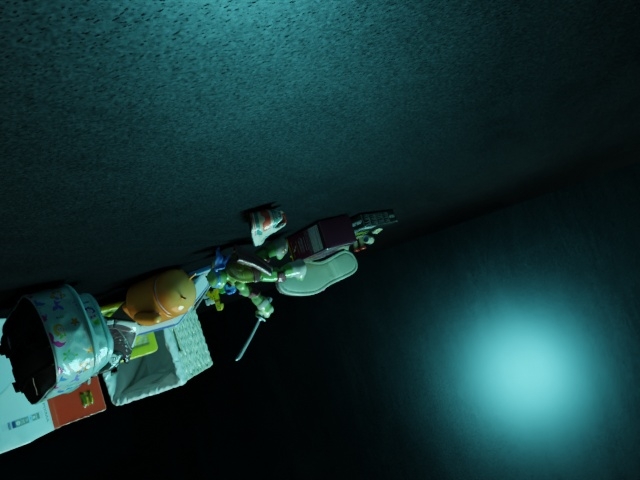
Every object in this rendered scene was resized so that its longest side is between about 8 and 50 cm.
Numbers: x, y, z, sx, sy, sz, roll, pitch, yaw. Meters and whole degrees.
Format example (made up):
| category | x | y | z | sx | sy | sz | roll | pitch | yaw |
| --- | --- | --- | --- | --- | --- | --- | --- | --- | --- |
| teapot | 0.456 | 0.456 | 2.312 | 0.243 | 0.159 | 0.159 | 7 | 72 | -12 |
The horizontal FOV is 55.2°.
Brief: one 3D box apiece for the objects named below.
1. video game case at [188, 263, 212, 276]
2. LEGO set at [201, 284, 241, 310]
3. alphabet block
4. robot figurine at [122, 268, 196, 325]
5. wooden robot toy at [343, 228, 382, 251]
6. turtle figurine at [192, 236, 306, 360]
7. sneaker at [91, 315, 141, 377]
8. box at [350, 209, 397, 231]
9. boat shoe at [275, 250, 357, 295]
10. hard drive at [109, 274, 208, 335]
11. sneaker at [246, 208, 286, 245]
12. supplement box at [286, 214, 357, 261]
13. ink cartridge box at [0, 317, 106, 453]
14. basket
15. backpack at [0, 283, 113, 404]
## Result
| category | x | y | z | sx | sy | sz | roll | pitch | yaw |
| --- | --- | --- | --- | --- | --- | --- | --- | --- | --- |
| video game case | -0.308 | 0.084 | 1.849 | 0.119 | 0.015 | 0.166 | -19 | 173 | 17 |
| LEGO set | -0.410 | 0.244 | 2.613 | 0.227 | 0.093 | 0.087 | -19 | 174 | 16 |
| alphabet block | -0.678 | 0.310 | 1.997 | 0.193 | 0.193 | 0.197 | -15 | 175 | -43 |
| robot figurine | -0.416 | 0.150 | 1.596 | 0.219 | 0.128 | 0.158 | -21 | 173 | 28 |
| wooden robot toy | 0.117 | -0.008 | 2.024 | 0.173 | 0.076 | 0.079 | -22 | 162 | 34 |
| turtle figurine | -0.186 | 0.112 | 1.585 | 0.266 | 0.275 | 0.197 | -21 | -156 | -37 |
| sneaker | -0.617 | 0.272 | 1.593 | 0.281 | 0.163 | 0.106 | 13 | 169 | -29 |
| box | 0.105 | -0.037 | 1.823 | 0.184 | 0.045 | 0.190 | -19 | 175 | 35 |
| boat shoe | -0.022 | 0.117 | 2.033 | 0.324 | 0.117 | 0.096 | -19 | 174 | -38 |
| hard drive | -0.502 | 0.208 | 1.804 | 0.318 | 0.040 | 0.210 | -17 | -157 | 27 |
| sneaker | -0.105 | -0.028 | 1.234 | 0.075 | 0.057 | 0.161 | -12 | 171 | -4 |
| supplement box | 0.000 | 0.000 | 1.677 | 0.104 | 0.081 | 0.188 | -13 | 173 | -34 |
| ink cartridge box | -0.732 | 0.340 | 1.534 | 0.091 | 0.309 | 0.384 | -21 | 173 | 41 |
| basket | -0.643 | 0.410 | 2.348 | 0.331 | 0.329 | 0.266 | -20 | 176 | 16 |
| backpack | -0.564 | 0.214 | 1.315 | 0.191 | 0.225 | 0.253 | -17 | 165 | -39 |
